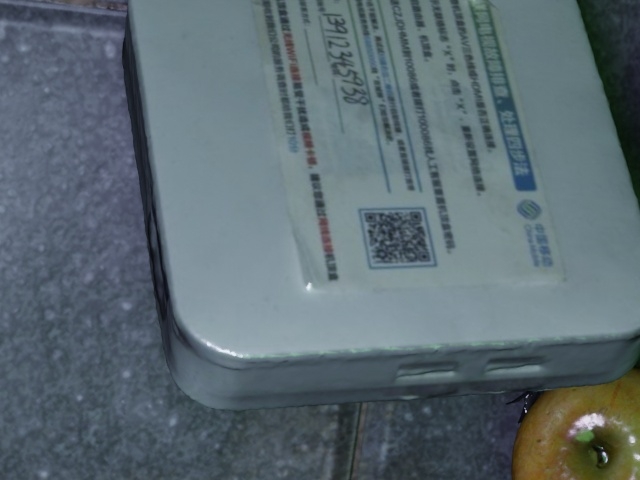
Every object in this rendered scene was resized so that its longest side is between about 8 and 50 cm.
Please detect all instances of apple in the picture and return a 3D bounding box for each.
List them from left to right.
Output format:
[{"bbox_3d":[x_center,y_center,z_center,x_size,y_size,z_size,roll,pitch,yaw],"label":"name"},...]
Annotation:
[{"bbox_3d":[0.262,0.201,1.797,0.182,0.155,0.182,-3,75,11],"label":"apple"}]

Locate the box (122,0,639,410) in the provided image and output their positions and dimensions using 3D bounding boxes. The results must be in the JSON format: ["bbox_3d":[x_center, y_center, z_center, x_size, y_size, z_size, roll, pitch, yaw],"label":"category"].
[{"bbox_3d":[0.051,-0.059,1.600,0.396,0.396,0.111,-2,148,-13],"label":"box"}]

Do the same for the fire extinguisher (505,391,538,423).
[{"bbox_3d":[0.170,0.083,1.817,0.078,0.045,0.157,-41,109,-25],"label":"fire extinguisher"}]
